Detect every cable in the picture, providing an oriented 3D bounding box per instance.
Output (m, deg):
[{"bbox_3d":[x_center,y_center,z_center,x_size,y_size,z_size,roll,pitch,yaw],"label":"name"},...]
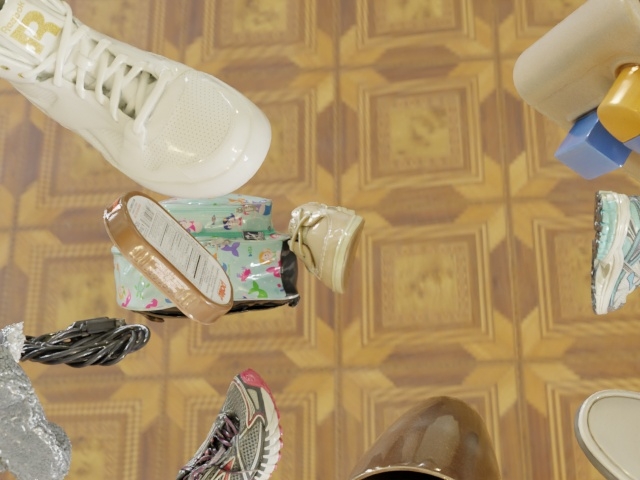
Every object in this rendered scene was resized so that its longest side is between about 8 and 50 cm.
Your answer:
[{"bbox_3d":[-0.313,0.140,1.645,0.184,0.150,0.047,-6,101,-18],"label":"cable"}]

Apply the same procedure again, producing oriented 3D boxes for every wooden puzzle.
[{"bbox_3d":[0.349,-0.078,1.239,0.348,0.322,0.080,39,81,-3],"label":"wooden puzzle"}]

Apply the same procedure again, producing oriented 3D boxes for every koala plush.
[{"bbox_3d":[-0.411,0.173,1.488,0.196,0.203,0.221,-16,26,-10],"label":"koala plush"}]

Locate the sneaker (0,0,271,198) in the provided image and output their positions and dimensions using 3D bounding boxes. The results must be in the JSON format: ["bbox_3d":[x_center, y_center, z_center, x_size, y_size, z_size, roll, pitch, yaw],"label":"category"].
[{"bbox_3d":[-0.187,-0.129,1.022,0.292,0.169,0.108,23,84,36],"label":"sneaker"}]

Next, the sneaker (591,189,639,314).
[{"bbox_3d":[0.456,0.030,1.856,0.122,0.283,0.110,2,63,11],"label":"sneaker"}]

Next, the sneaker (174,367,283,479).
[{"bbox_3d":[-0.137,0.315,1.782,0.112,0.299,0.121,5,26,-30],"label":"sneaker"}]

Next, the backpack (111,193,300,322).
[{"bbox_3d":[-0.177,0.027,1.861,0.253,0.225,0.191,-11,96,-19],"label":"backpack"}]

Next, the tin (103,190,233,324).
[{"bbox_3d":[-0.175,0.020,1.498,0.040,0.190,0.106,-36,21,24],"label":"tin"}]

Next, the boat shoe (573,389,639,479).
[{"bbox_3d":[0.388,0.251,1.299,0.335,0.095,0.112,24,64,-12],"label":"boat shoe"}]

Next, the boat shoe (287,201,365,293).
[{"bbox_3d":[0.000,0.000,1.769,0.098,0.302,0.109,15,99,-3],"label":"boat shoe"}]

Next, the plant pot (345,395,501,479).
[{"bbox_3d":[0.138,0.300,1.595,0.215,0.215,0.230,8,30,12],"label":"plant pot"}]
